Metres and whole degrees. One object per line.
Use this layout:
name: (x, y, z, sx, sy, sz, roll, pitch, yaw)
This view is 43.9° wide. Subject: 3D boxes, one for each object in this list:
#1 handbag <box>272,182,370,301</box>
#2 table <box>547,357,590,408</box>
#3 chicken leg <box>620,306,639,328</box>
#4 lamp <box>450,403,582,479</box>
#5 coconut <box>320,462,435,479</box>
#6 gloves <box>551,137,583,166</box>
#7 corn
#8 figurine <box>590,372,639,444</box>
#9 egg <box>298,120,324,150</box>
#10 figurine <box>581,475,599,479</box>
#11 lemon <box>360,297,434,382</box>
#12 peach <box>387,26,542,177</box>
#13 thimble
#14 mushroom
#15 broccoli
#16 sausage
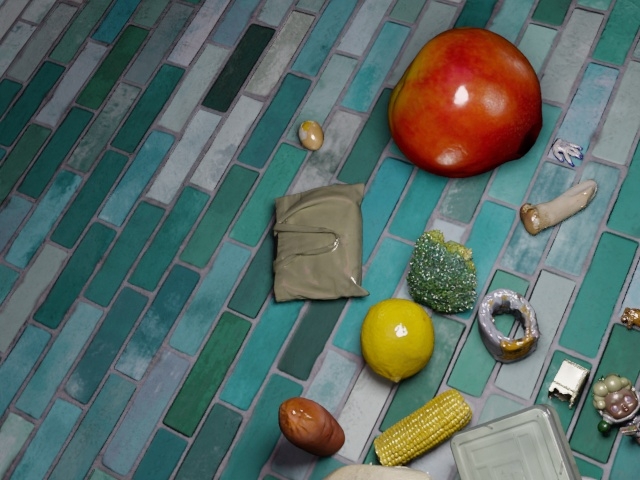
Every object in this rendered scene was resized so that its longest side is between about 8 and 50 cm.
handbag: (-0.004, 0.004, 2.044, 0.253, 0.109, 0.316, -7, 70, 13)
table: (0.559, 0.324, 1.785, 0.062, 0.079, 0.083, 27, 75, 24)
chicken leg: (0.782, 0.206, 1.795, 0.207, 0.101, 0.085, 21, 66, 42)
lamp: (0.388, 0.478, 1.548, 0.269, 0.047, 0.267, -36, 62, 44)
coconut: (0.137, 0.620, 1.595, 0.346, 0.360, 0.347, -25, 58, 47)
gloves: (0.640, -0.228, 2.061, 0.086, 0.026, 0.064, 29, 75, 18)
corn: (0.231, 0.431, 1.799, 0.244, 0.093, 0.093, -34, 63, -4)
figurine: (0.671, 0.378, 1.727, 0.147, 0.093, 0.197, -39, 64, 5)
egg: (-0.025, -0.290, 2.208, 0.071, 0.071, 0.083, -16, 64, 4)
figurine: (0.503, 0.545, 1.607, 0.210, 0.253, 0.361, -24, 53, -18)
lemon: (0.180, 0.233, 1.858, 0.178, 0.178, 0.203, -2, 63, 11)
peach: (0.369, -0.336, 1.991, 0.387, 0.388, 0.389, -5, 64, 10)
thimble: (0.436, 0.199, 1.849, 0.127, 0.118, 0.151, -22, 61, 1)
mushroom: (0.596, -0.087, 1.982, 0.209, 0.071, 0.084, -26, 30, -4)
broccoli: (0.300, 0.064, 1.933, 0.194, 0.220, 0.194, -25, 21, 10)
sausage: (-0.024, 0.415, 1.770, 0.113, 0.259, 0.114, -6, 65, 14)
